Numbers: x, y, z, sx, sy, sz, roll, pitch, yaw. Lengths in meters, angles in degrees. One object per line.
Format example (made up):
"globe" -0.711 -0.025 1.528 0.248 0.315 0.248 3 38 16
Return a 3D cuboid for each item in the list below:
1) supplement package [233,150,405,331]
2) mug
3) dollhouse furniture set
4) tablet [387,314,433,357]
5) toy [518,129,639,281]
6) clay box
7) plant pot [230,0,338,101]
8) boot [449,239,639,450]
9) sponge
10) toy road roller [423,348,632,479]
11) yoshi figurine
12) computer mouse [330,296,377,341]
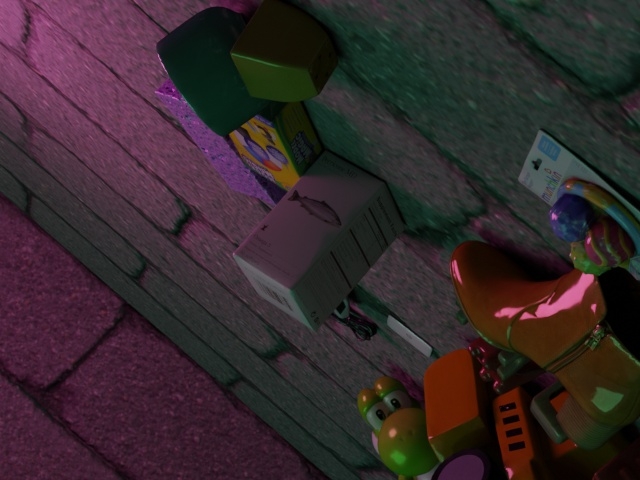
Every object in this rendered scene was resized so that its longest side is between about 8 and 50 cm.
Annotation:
"supplement package" 0.000 0.000 1.870 0.105 0.179 0.105 30 162 34
"mug" -0.111 -0.205 1.700 0.157 0.097 0.129 62 -168 28
"dollhouse furniture set" 0.325 0.199 1.786 0.374 0.152 0.201 54 171 21
"tablet" 0.134 0.144 2.292 0.083 0.006 0.054 37 164 11
"toy" 0.277 0.008 1.453 0.237 0.056 0.137 38 164 10
"clay box" -0.058 -0.126 1.904 0.127 0.053 0.222 32 162 31
"plant pot" -0.031 -0.193 1.601 0.083 0.081 0.081 21 157 27
"boot" 0.257 0.063 1.616 0.295 0.104 0.211 56 151 25
"sponge" -0.135 -0.134 2.112 0.117 0.031 0.210 23 157 49
"toy road roller" 0.286 0.273 2.013 0.202 0.241 0.329 49 -160 -30
"yoshi figurine" 0.189 0.386 2.531 0.203 0.203 0.362 -7 130 49
"computer mouse" 0.022 0.085 2.337 0.106 0.042 0.193 38 171 29
